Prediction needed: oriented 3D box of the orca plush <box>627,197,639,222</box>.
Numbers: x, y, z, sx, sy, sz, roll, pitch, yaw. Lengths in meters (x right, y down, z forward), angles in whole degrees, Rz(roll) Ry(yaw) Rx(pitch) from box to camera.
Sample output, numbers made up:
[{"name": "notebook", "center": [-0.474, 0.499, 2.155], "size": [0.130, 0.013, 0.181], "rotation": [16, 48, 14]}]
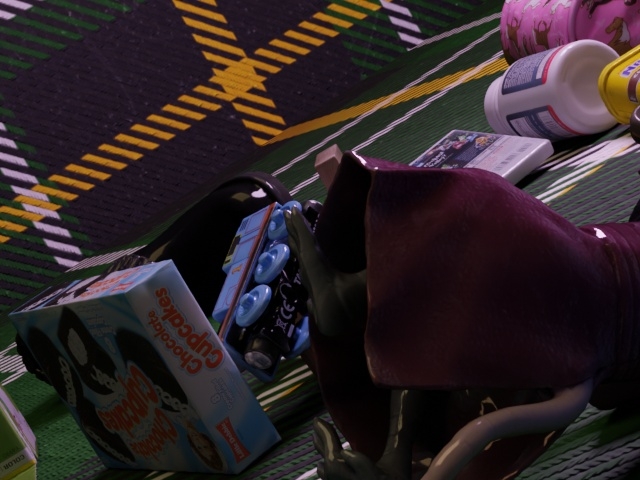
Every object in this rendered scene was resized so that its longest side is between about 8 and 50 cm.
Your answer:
[{"name": "orca plush", "center": [0.254, -0.023, 1.350], "size": [0.151, 0.102, 0.287], "rotation": [-21, 13, 44]}]

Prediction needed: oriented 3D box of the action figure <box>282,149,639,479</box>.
[{"name": "action figure", "center": [0.174, 0.033, 1.049], "size": [0.370, 0.248, 0.275], "rotation": [-8, 39, -15]}]

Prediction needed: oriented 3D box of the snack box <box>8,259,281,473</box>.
[{"name": "snack box", "center": [-0.170, 0.122, 1.618], "size": [0.060, 0.187, 0.322], "rotation": [-36, 11, -26]}]

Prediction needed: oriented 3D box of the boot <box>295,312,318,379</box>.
[{"name": "boot", "center": [0.054, 0.017, 1.674], "size": [0.220, 0.109, 0.283], "rotation": [-36, 15, -1]}]

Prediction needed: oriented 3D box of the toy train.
[{"name": "toy train", "center": [-0.045, 0.045, 1.578], "size": [0.105, 0.080, 0.184], "rotation": [-27, 34, 45]}]

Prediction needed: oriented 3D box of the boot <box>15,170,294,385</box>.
[{"name": "boot", "center": [-0.203, 0.057, 2.209], "size": [0.348, 0.131, 0.260], "rotation": [-36, -3, 39]}]

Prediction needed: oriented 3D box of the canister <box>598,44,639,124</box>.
[{"name": "canister", "center": [0.376, -0.171, 1.850], "size": [0.126, 0.073, 0.170], "rotation": [-31, 11, -3]}]

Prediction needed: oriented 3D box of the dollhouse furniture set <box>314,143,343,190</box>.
[{"name": "dollhouse furniture set", "center": [0.000, 0.000, 1.854], "size": [0.123, 0.151, 0.144], "rotation": [-29, 7, 6]}]

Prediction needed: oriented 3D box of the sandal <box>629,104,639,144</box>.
[{"name": "sandal", "center": [0.353, -0.129, 1.432], "size": [0.219, 0.060, 0.090], "rotation": [-9, 22, 31]}]

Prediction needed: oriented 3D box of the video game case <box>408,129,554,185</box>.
[{"name": "video game case", "center": [0.144, -0.062, 1.989], "size": [0.190, 0.022, 0.173], "rotation": [-39, 27, -24]}]

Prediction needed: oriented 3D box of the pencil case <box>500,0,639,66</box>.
[{"name": "pencil case", "center": [0.345, -0.284, 2.276], "size": [0.167, 0.160, 0.386], "rotation": [-2, 5, -8]}]

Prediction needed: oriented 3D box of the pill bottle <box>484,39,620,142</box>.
[{"name": "pill bottle", "center": [0.269, -0.168, 2.043], "size": [0.108, 0.108, 0.180], "rotation": [-34, 11, -22]}]

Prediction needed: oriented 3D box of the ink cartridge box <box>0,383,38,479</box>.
[{"name": "ink cartridge box", "center": [-0.412, 0.256, 1.929], "size": [0.189, 0.097, 0.255], "rotation": [-31, 9, -7]}]
